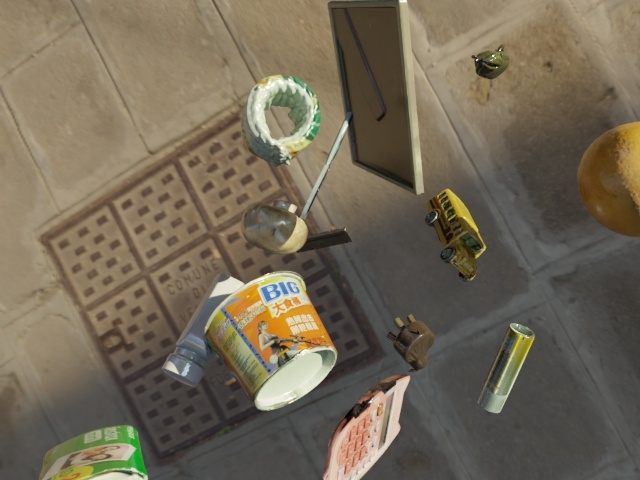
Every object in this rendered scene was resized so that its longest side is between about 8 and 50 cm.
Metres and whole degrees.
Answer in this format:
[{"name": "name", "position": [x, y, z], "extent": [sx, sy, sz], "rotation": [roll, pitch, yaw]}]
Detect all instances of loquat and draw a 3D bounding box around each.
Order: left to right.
[{"name": "loquat", "position": [0.716, -0.136, 1.180], "extent": [0.262, 0.263, 0.263], "rotation": [1, 94, 12]}]

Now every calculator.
[{"name": "calculator", "position": [0.095, 0.426, 1.162], "extent": [0.048, 0.329, 0.220], "rotation": [20, 113, 30]}]

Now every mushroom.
[{"name": "mushroom", "position": [-0.109, -0.035, 1.252], "extent": [0.166, 0.166, 0.127], "rotation": [10, 76, 11]}]

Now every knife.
[{"name": "knife", "position": [0.013, -0.132, 0.914], "extent": [0.015, 0.028, 0.210], "rotation": [26, 77, -9]}]

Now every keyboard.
[{"name": "keyboard", "position": [0.000, 0.000, 1.620], "extent": [0.195, 0.018, 0.060], "rotation": [-11, 133, 24]}]

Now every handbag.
[{"name": "handbag", "position": [0.340, -0.356, 1.055], "extent": [0.072, 0.111, 0.047], "rotation": [-44, 73, 39]}]

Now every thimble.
[{"name": "thimble", "position": [-0.135, -0.400, 1.774], "extent": [0.254, 0.167, 0.288], "rotation": [8, 78, -16]}]

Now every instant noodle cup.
[{"name": "instant noodle cup", "position": [-0.105, 0.248, 1.268], "extent": [0.296, 0.296, 0.214], "rotation": [-46, 57, 11]}]

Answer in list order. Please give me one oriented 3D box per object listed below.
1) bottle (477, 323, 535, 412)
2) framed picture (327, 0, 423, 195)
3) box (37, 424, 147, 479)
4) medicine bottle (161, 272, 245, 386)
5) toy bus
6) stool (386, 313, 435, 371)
[{"name": "bottle", "position": [0.576, 0.403, 1.652], "extent": [0.082, 0.082, 0.286], "rotation": [20, 108, 10]}, {"name": "framed picture", "position": [0.097, -0.260, 0.948], "extent": [0.020, 0.240, 0.324], "rotation": [-21, 119, -18]}, {"name": "box", "position": [-0.210, 0.326, 0.519], "extent": [0.102, 0.180, 0.250], "rotation": [-6, 91, -24]}, {"name": "medicine bottle", "position": [-0.312, 0.243, 1.449], "extent": [0.111, 0.161, 0.296], "rotation": [25, 64, -1]}, {"name": "toy bus", "position": [0.421, -0.024, 1.647], "extent": [0.123, 0.336, 0.121], "rotation": [-39, 118, 21]}, {"name": "stool", "position": [0.290, 0.328, 1.681], "extent": [0.125, 0.217, 0.121], "rotation": [-32, 47, -18]}]
